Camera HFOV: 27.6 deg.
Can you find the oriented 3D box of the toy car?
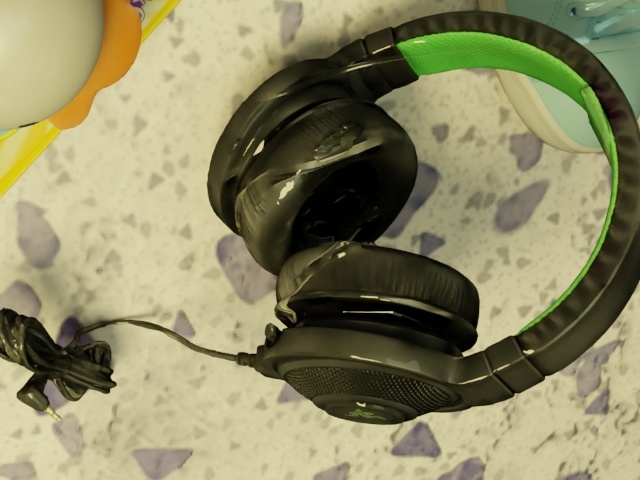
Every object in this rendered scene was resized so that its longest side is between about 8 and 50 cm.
[{"bbox_3d":[-0.199,-0.094,0.659,0.238,0.219,0.210,7,108,-35],"label":"toy car"}]

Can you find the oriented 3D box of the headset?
[{"bbox_3d":[0.000,0.000,0.785,0.394,0.243,0.185,-27,151,13],"label":"headset"}]

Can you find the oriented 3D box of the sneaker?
[{"bbox_3d":[0.188,-0.214,0.838,0.135,0.150,0.366,-17,117,-18],"label":"sneaker"}]

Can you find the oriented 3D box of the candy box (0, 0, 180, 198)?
[{"bbox_3d":[-0.161,-0.132,0.771,0.206,0.027,0.105,-48,126,-1],"label":"candy box"}]
